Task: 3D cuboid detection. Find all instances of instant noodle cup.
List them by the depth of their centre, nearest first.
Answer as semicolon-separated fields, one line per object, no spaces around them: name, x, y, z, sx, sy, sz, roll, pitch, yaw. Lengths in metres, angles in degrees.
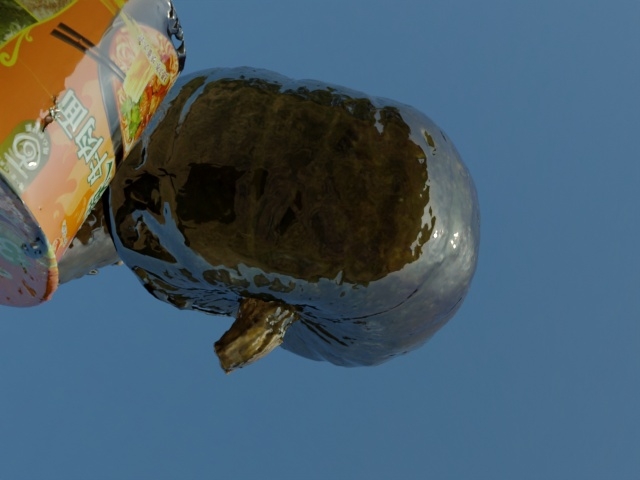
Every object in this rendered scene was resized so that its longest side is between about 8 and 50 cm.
instant noodle cup;-0.202;-0.098;0.869;0.230;0.230;0.182;29;-119;16

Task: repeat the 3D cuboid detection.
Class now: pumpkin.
pumpkin;0.000;0.000;1.132;0.232;0.325;0.242;0;-110;50

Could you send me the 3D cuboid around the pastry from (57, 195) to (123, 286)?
pastry;-0.249;-0.082;1.274;0.255;0.311;0.162;34;-73;-6
